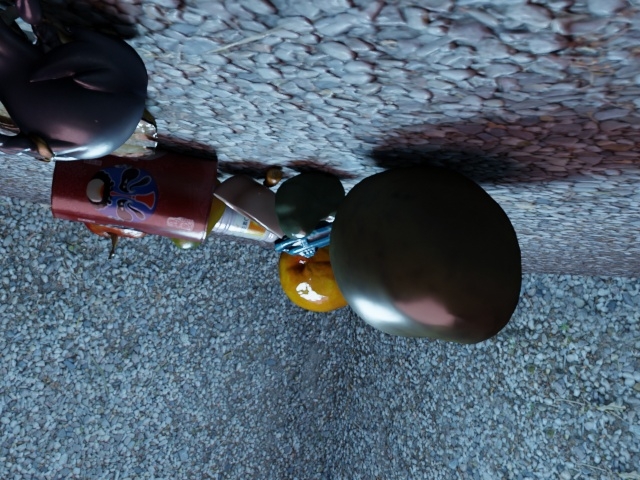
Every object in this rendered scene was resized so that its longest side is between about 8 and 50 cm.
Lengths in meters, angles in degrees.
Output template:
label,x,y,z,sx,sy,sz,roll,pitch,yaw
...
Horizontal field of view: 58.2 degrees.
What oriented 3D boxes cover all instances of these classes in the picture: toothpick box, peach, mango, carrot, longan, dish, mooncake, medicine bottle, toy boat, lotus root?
label,x,y,z,sx,sy,sz,roll,pitch,yaw
toothpick box,-0.419,-0.120,1.327,0.333,0.204,0.204,9,174,-14
peach,0.004,0.093,2.089,0.342,0.343,0.301,6,176,20
mango,-0.335,-0.085,1.519,0.120,0.221,0.151,-15,126,44
carrot,-0.124,-0.148,1.424,0.037,0.037,0.190,10,174,-12
longan,0.201,0.030,1.140,0.336,0.404,0.404,-33,-166,-26
dish,-0.165,-0.100,1.463,0.213,0.090,0.213,33,176,3
mooncake,-0.019,-0.078,1.341,0.168,0.175,0.104,43,155,-30
medicine bottle,-0.255,-0.079,1.819,0.249,0.133,0.133,13,173,-25
toy boat,0.000,0.000,1.838,0.299,0.092,0.134,-20,171,12
lotus root,-0.444,-0.228,0.989,0.329,0.078,0.167,13,150,-22

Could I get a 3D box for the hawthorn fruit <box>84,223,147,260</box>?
label,x,y,z,sx,sy,sz,roll,pitch,yaw
hawthorn fruit,-0.528,-0.082,1.515,0.242,0.272,0.242,13,165,3

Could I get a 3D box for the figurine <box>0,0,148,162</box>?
label,x,y,z,sx,sy,sz,roll,pitch,yaw
figurine,-0.347,-0.200,0.694,0.265,0.197,0.175,6,-160,-16
